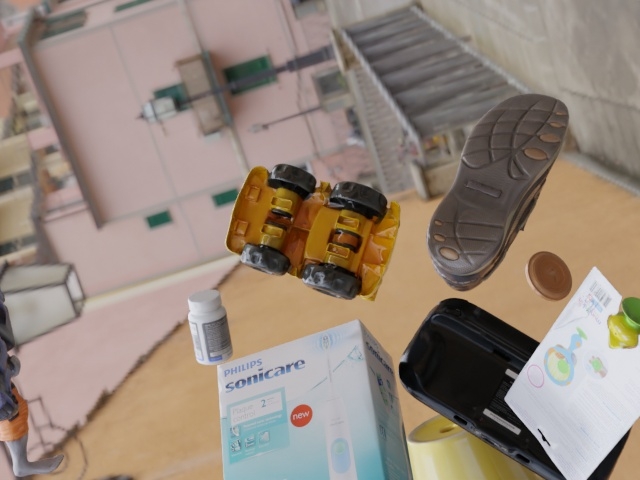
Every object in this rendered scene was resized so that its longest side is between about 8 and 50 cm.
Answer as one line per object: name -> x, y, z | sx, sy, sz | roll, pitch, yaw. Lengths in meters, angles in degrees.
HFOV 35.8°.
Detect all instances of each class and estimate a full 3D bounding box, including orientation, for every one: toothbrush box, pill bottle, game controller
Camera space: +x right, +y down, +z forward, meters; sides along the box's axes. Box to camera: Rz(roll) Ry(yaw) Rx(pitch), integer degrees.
toothbrush box -> -0.004, 0.279, 1.271 | 0.126, 0.217, 0.295 | 52, -155, -49
pill bottle -> -0.222, 0.173, 1.986 | 0.078, 0.078, 0.137 | -104, 6, -70
game controller -> 0.267, 0.209, 1.353 | 0.319, 0.166, 0.067 | 31, 160, 10

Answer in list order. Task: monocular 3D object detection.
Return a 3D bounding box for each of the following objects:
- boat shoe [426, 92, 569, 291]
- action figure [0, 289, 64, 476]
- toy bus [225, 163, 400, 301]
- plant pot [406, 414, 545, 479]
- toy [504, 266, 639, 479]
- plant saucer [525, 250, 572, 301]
boat shoe -> 0.260, -0.075, 1.480 | 0.132, 0.355, 0.130 | 27, 153, 21
action figure -> -0.471, 0.185, 1.304 | 0.330, 0.179, 0.341 | 66, 173, -32
toy bus -> 0.000, 0.000, 1.386 | 0.211, 0.220, 0.149 | 56, -129, -77
plant pot -> 0.268, 0.430, 1.741 | 0.254, 0.254, 0.238 | -84, -27, -87
toy -> 0.305, 0.151, 1.090 | 0.137, 0.056, 0.237 | 54, 144, 32
plant saucer -> 0.360, 0.055, 1.553 | 0.013, 0.084, 0.083 | -45, 59, 57
